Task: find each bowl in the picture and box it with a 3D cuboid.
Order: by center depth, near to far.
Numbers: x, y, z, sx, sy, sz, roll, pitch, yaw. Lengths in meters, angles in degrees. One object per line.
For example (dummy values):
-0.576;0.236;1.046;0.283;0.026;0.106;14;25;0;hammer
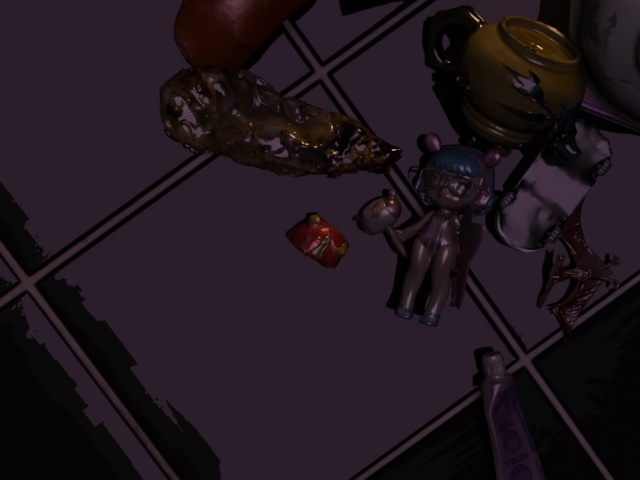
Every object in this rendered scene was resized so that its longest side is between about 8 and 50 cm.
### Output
0.461;-0.254;1.490;0.314;0.146;0.313;8;120;15;bowl

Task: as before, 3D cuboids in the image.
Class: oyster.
-0.054;-0.156;1.613;0.345;0.078;0.128;15;84;-2;oyster

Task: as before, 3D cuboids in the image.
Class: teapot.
0.246;-0.203;1.592;0.269;0.173;0.182;36;124;18;teapot

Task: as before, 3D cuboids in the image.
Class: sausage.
-0.089;-0.335;1.563;0.258;0.133;0.133;-43;95;8;sausage

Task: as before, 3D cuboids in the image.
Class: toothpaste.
0.275;0.303;1.673;0.075;0.048;0.300;-15;97;-13;toothpaste

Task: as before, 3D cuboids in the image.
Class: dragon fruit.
0.000;0.000;1.628;0.083;0.060;0.056;37;94;-3;dragon fruit

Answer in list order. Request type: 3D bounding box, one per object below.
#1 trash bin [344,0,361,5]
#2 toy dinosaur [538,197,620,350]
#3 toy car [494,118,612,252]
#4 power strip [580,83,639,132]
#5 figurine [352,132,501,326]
0.126;-0.427;1.585;0.226;0.115;0.165;-16;94;-6;trash bin
0.366;0.049;1.668;0.108;0.032;0.220;2;96;-6;toy dinosaur
0.321;-0.075;1.643;0.095;0.056;0.205;36;93;-3;toy car
0.474;-0.200;1.654;0.279;0.037;0.109;21;92;-4;power strip
0.150;-0.016;1.628;0.205;0.103;0.260;17;96;31;figurine
